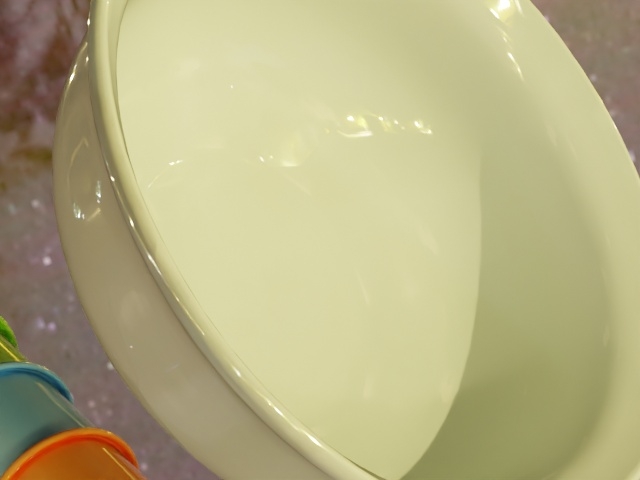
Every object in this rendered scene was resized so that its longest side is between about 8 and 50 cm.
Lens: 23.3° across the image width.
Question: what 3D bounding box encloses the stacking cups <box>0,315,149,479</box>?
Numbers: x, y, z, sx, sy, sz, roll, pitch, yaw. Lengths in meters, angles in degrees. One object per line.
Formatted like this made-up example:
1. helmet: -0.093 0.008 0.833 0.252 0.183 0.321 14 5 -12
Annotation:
1. stacking cups: -0.130 0.108 0.712 0.096 0.096 0.316 -29 -138 -30

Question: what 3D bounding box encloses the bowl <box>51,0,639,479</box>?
1. bowl: 0.000 0.000 0.640 0.134 0.298 0.298 -34 -175 40
